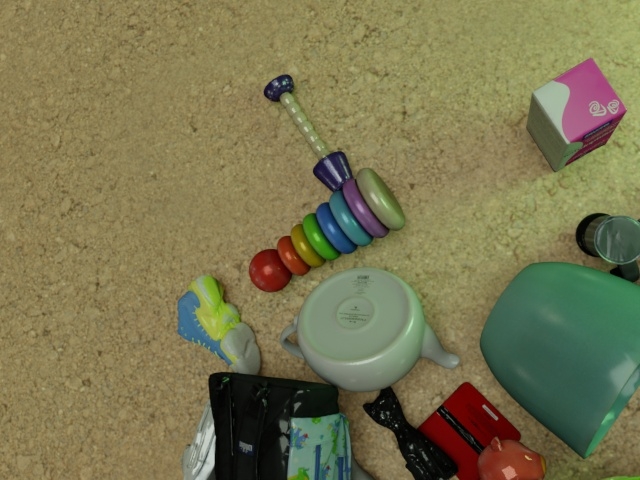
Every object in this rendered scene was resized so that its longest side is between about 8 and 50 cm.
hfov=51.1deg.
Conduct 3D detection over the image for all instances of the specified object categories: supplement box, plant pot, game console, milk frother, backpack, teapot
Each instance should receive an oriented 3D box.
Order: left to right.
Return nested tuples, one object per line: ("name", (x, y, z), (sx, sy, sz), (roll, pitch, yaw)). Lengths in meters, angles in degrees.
("backpack", (-0.072, 0.432, 1.212), (0.290, 0.274, 0.355), (-7, 70, 46))
("teapot", (0.081, 0.188, 1.257), (0.253, 0.187, 0.256), (-34, 48, -11))
("game console", (0.278, 0.364, 1.261), (0.124, 0.085, 0.144), (-38, 73, -25))
("plant pot", (0.414, 0.170, 1.118), (0.235, 0.293, 0.293), (34, 92, 30))
("supplement box", (0.444, -0.214, 1.184), (0.111, 0.220, 0.113), (-30, 76, 10))
("milk frother", (0.544, -0.008, 1.172), (0.143, 0.135, 0.129), (-40, 89, 9))

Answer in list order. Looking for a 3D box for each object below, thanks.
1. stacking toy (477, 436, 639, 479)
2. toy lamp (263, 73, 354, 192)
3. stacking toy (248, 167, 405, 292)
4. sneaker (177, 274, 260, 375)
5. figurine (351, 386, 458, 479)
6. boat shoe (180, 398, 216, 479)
("stacking toy", (0.376, 0.411, 1.108), (0.280, 0.308, 0.130), (-11, 55, -4))
("toy lamp", (-0.022, -0.217, 1.386), (0.080, 0.080, 0.274), (-36, 74, 8))
("stacking toy", (0.000, 0.000, 1.335), (0.330, 0.141, 0.141), (-34, 75, 16))
("sneaker", (-0.219, 0.196, 1.393), (0.126, 0.091, 0.240), (-35, 75, 27))
("figurine", (0.113, 0.413, 1.266), (0.215, 0.092, 0.209), (-43, 66, 11))
("boat shoe", (-0.238, 0.441, 1.359), (0.084, 0.095, 0.258), (20, 78, 21))
